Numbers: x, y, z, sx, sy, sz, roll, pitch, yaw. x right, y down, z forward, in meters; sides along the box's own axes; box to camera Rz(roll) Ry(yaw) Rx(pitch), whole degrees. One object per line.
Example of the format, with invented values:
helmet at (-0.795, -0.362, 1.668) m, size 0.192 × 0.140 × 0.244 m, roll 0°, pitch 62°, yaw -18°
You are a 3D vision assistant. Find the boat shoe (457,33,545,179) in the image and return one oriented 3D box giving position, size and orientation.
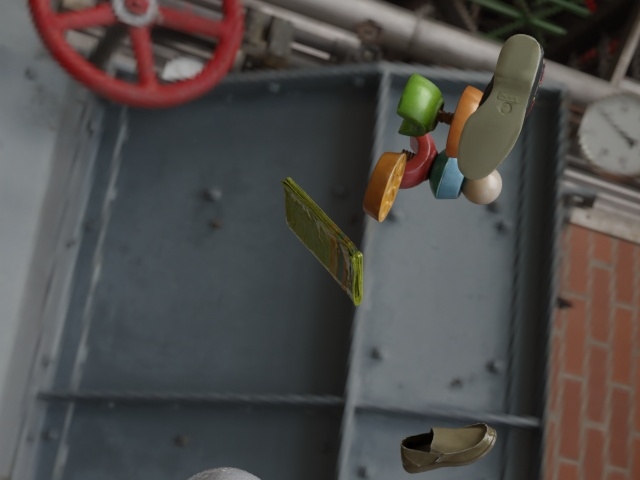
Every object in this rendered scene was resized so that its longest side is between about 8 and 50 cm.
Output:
boat shoe at (0.159, -0.112, 1.175) m, size 0.133 × 0.049 × 0.042 m, roll -68°, pitch 161°, yaw 2°

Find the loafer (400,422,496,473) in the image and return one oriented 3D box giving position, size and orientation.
loafer at (0.177, 0.291, 1.920) m, size 0.148 × 0.050 × 0.056 m, roll -21°, pitch -149°, yaw 17°

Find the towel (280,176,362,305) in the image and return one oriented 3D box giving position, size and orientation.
towel at (0.000, 0.000, 2.127) m, size 0.237 × 0.021 × 0.102 m, roll 48°, pitch -32°, yaw 44°

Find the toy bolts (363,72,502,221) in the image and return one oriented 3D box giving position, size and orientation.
toy bolts at (0.175, -0.096, 1.909) m, size 0.228 × 0.158 × 0.218 m, roll 65°, pitch 46°, yaw -74°

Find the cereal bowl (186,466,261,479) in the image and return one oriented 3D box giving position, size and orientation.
cereal bowl at (-0.219, 0.488, 2.105) m, size 0.339 × 0.141 × 0.339 m, roll -47°, pitch -165°, yaw 17°
